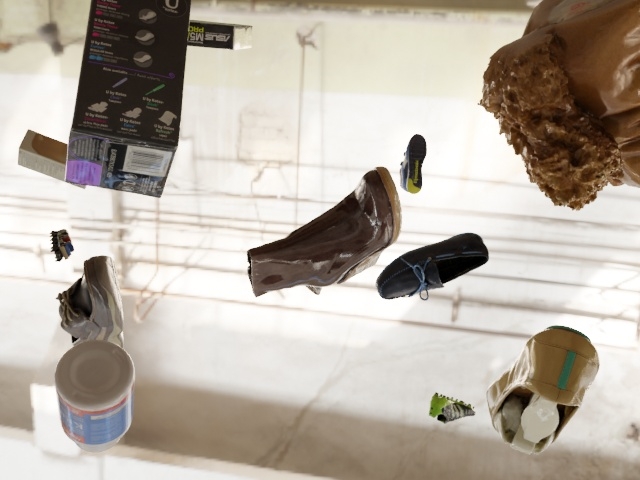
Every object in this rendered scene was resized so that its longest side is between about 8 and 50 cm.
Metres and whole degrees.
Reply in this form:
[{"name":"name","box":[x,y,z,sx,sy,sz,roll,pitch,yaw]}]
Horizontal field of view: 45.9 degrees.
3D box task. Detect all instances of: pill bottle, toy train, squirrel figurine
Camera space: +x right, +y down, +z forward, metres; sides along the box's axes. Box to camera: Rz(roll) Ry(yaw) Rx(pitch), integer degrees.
[{"name":"pill bottle","box":[-0.375,0.271,1.265,0.124,0.221,0.124,7,-129,-9]},{"name":"toy train","box":[-0.439,0.006,1.285,0.036,0.027,0.158,-21,-160,-14]},{"name":"squirrel figurine","box":[0.474,-0.212,1.278,0.397,0.370,0.281,-37,-156,-13]}]

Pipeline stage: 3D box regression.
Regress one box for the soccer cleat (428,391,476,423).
[{"name":"soccer cleat","box":[0.351,0.458,2.032,0.179,0.072,0.060,24,173,-39]}]

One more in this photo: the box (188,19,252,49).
[{"name":"box","box":[-0.298,-0.522,1.908,0.216,0.060,0.270,6,-164,2]}]

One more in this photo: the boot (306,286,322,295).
[{"name":"boot","box":[-0.023,0.056,1.919,0.082,0.106,0.219,42,174,39]}]

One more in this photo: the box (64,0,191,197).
[{"name":"box","box":[-0.277,-0.222,1.097,0.143,0.270,0.165,8,156,-18]}]

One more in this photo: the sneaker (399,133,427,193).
[{"name":"sneaker","box":[0.216,-0.184,1.809,0.053,0.144,0.059,8,-178,-23]}]

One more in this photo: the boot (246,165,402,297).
[{"name":"boot","box":[0.000,0.000,1.081,0.207,0.248,0.090,-14,-120,-16]}]

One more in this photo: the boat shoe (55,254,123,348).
[{"name":"boat shoe","box":[-0.486,0.153,1.594,0.130,0.355,0.132,-7,-121,-17]}]

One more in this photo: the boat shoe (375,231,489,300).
[{"name":"boat shoe","box":[0.241,0.060,1.643,0.258,0.109,0.089,-30,-146,5]}]

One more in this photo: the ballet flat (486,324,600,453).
[{"name":"ballet flat","box":[0.191,0.154,0.692,0.080,0.232,0.073,16,-120,14]}]

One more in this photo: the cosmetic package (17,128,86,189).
[{"name":"cosmetic package","box":[-0.428,-0.131,1.230,0.115,0.041,0.060,21,149,-15]}]
